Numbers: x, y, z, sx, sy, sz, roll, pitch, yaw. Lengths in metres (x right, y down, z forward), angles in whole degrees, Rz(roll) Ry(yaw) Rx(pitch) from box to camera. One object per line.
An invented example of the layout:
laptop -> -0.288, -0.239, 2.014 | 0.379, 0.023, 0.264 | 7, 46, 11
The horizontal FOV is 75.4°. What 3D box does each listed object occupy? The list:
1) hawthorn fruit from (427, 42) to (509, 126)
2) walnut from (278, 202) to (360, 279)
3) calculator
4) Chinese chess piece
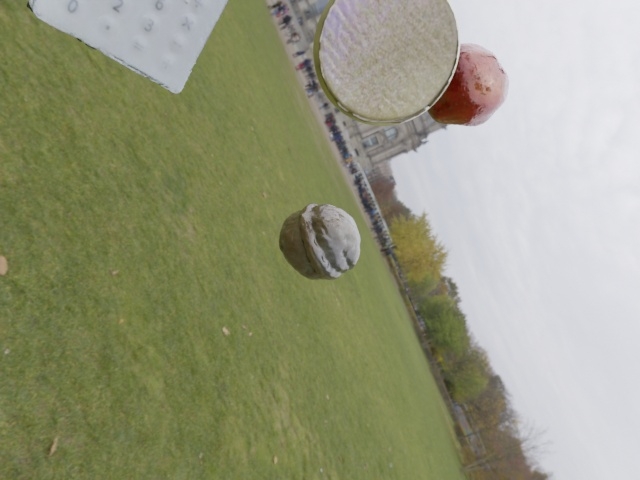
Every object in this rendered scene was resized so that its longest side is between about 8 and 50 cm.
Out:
hawthorn fruit -> 0.339, -0.383, 1.027 | 0.254, 0.205, 0.204 | -13, 75, -37
walnut -> 0.000, 0.000, 1.112 | 0.224, 0.225, 0.224 | -23, 90, -82
calculator -> -0.151, -0.298, 0.411 | 0.161, 0.261, 0.021 | 22, 15, -44
Chinese chess piece -> 0.122, -0.353, 0.773 | 0.112, 0.270, 0.269 | -91, 156, -67
